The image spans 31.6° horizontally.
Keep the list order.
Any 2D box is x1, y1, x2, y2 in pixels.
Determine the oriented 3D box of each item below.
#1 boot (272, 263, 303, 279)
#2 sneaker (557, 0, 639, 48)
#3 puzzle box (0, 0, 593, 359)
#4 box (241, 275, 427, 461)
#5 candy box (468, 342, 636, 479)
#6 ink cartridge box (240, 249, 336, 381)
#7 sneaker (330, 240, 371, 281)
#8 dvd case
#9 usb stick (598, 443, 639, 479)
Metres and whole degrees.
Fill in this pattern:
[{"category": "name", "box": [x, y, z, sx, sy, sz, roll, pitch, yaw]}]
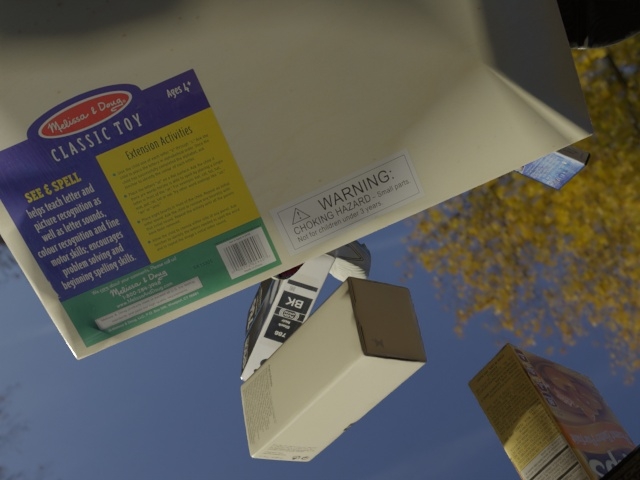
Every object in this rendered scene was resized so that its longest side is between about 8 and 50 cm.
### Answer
[{"category": "boot", "box": [-0.104, -0.039, 1.070, 0.085, 0.179, 0.236, -59, 166, 3]}, {"category": "sneaker", "box": [0.378, -0.334, 1.535, 0.448, 0.169, 0.257, -1, -175, -2]}, {"category": "puzzle box", "box": [-0.042, -0.113, 0.761, 0.409, 0.272, 0.052, -23, -151, 0]}, {"category": "box", "box": [0.009, 0.165, 1.393, 0.275, 0.094, 0.113, -46, -136, 42]}, {"category": "candy box", "box": [0.326, 0.283, 1.382, 0.087, 0.183, 0.316, -50, -139, 21]}, {"category": "ink cartridge box", "box": [-0.057, 0.094, 1.695, 0.165, 0.065, 0.332, -88, -163, -55]}, {"category": "sneaker", "box": [0.000, 0.000, 1.989, 0.085, 0.237, 0.086, -28, -132, 30]}, {"category": "dvd case", "box": [0.237, -0.144, 1.572, 0.180, 0.253, 0.022, 85, 29, -82]}, {"category": "usb stick", "box": [0.332, 0.223, 1.099, 0.278, 0.045, 0.077, -48, -156, 22]}]
